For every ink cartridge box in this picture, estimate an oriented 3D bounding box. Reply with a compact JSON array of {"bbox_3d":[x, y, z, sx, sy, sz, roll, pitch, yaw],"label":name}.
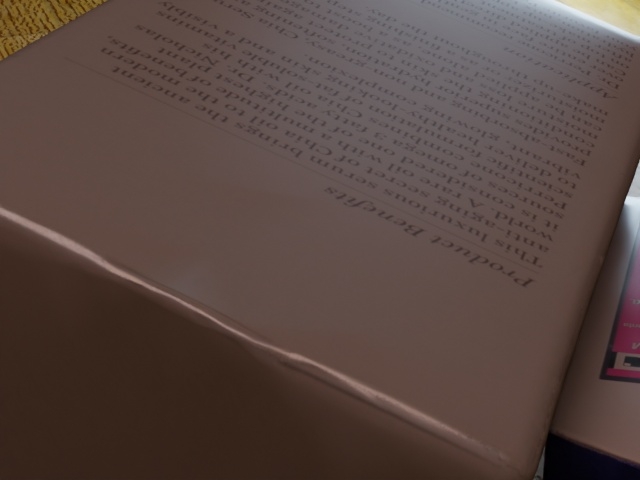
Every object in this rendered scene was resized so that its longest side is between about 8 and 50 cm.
[{"bbox_3d":[0.138,0.120,0.692,0.069,0.176,0.371,5,21,12],"label":"ink cartridge box"}]

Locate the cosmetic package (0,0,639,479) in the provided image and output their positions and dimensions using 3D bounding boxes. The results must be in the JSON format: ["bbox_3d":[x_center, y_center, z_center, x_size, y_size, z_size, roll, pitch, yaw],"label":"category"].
[{"bbox_3d":[0.000,0.000,0.679,0.230,0.161,0.453,25,27,8],"label":"cosmetic package"}]
